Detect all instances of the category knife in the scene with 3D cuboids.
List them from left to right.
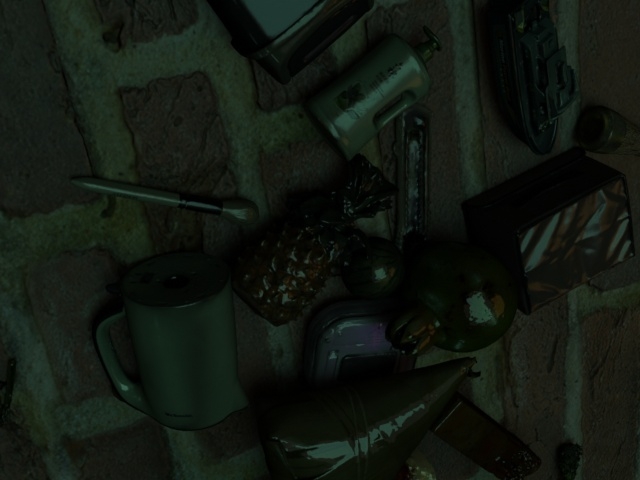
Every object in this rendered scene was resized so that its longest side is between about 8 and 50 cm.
[{"bbox_3d":[0.153,-0.055,1.600,0.089,0.043,0.365,-8,115,-20],"label":"knife"}]

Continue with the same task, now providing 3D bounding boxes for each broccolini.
[{"bbox_3d":[0.529,0.542,2.035,0.051,0.054,0.239,-16,121,-34],"label":"broccolini"}]

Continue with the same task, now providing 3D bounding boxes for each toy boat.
[{"bbox_3d":[0.354,-0.267,1.551,0.114,0.122,0.296,-41,128,-31],"label":"toy boat"}]

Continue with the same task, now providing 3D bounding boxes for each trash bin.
[{"bbox_3d":[-0.074,-0.376,1.279,0.209,0.182,0.290,-41,117,-2],"label":"trash bin"}]

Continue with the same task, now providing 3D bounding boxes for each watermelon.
[{"bbox_3d":[0.077,0.050,1.583,0.133,0.105,0.105,-16,125,23],"label":"watermelon"}]

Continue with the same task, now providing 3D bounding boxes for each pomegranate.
[{"bbox_3d":[0.226,0.098,1.567,0.241,0.159,0.189,1,94,-33],"label":"pomegranate"}]

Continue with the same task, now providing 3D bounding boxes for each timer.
[{"bbox_3d":[0.077,0.191,1.651,0.209,0.069,0.190,-6,122,-20],"label":"timer"}]

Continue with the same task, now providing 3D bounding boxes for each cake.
[{"bbox_3d":[0.154,0.497,1.803,0.086,0.117,0.220,-1,112,-31],"label":"cake"}]

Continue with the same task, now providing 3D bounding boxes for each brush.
[{"bbox_3d":[-0.230,-0.067,1.431,0.299,0.039,0.042,12,103,-25],"label":"brush"}]

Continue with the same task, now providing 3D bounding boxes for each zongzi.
[{"bbox_3d":[0.099,0.417,1.661,0.418,0.181,0.447,-17,126,-7],"label":"zongzi"}]

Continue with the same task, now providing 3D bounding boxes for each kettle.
[{"bbox_3d":[-0.237,0.162,1.468,0.240,0.165,0.255,1,121,7],"label":"kettle"}]

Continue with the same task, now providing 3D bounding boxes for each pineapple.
[{"bbox_3d":[0.000,0.000,1.503,0.170,0.141,0.310,45,82,-3],"label":"pineapple"}]

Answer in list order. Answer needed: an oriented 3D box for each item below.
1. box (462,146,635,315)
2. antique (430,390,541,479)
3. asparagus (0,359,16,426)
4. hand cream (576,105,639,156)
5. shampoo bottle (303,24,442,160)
[{"bbox_3d":[0.410,-0.019,1.668,0.252,0.153,0.188,-25,121,-14],"label":"box"},{"bbox_3d":[0.314,0.385,1.838,0.087,0.093,0.310,-49,123,2],"label":"antique"},{"bbox_3d":[-0.485,0.238,1.458,0.015,0.014,0.114,-6,116,-45],"label":"asparagus"},{"bbox_3d":[0.563,-0.185,1.707,0.203,0.084,0.084,9,108,-31],"label":"hand cream"},{"bbox_3d":[0.095,-0.240,1.465,0.234,0.087,0.118,-40,118,-4],"label":"shampoo bottle"}]
